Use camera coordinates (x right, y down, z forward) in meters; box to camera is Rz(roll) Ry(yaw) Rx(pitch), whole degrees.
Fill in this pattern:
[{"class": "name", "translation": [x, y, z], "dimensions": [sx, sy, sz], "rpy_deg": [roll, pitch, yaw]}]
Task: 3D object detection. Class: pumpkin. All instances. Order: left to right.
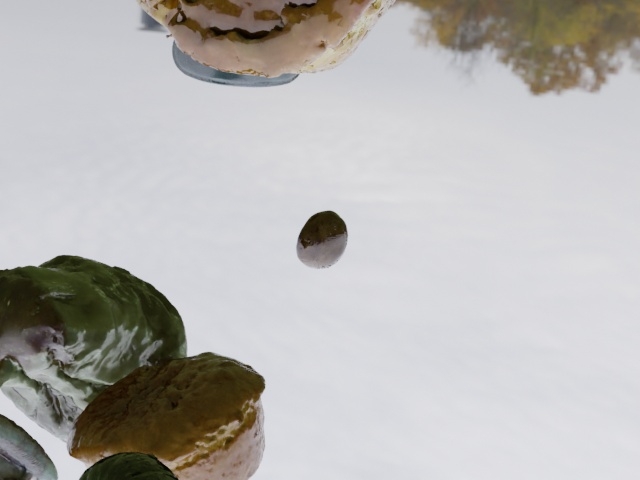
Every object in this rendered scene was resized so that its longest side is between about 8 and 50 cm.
[{"class": "pumpkin", "translation": [-0.244, 0.356, 1.342], "dimensions": [0.190, 0.190, 0.146], "rpy_deg": [20, -174, 40]}]

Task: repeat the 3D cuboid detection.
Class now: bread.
[{"class": "bread", "translation": [-0.225, 0.290, 1.674], "dimensions": [0.312, 0.172, 0.312], "rpy_deg": [-14, -161, 5]}, {"class": "bread", "translation": [-0.033, -0.348, 1.224], "dimensions": [0.337, 0.358, 0.204], "rpy_deg": [46, -172, 22]}]

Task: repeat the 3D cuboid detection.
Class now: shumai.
[{"class": "shumai", "translation": [-0.450, 0.178, 1.861], "dimensions": [0.397, 0.324, 0.323], "rpy_deg": [28, 178, 23]}]

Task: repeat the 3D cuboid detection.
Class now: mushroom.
[{"class": "mushroom", "translation": [0.000, 0.000, 2.233], "dimensions": [0.127, 0.127, 0.087], "rpy_deg": [-6, -155, -38]}]

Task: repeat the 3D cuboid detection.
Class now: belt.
[{"class": "belt", "translation": [-0.164, -0.381, 2.203], "dimensions": [0.267, 0.116, 0.206], "rpy_deg": [-1, -149, -10]}]

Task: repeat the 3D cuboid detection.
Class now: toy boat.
[{"class": "toy boat", "translation": [-0.480, 0.323, 1.565], "dimensions": [0.227, 0.155, 0.085], "rpy_deg": [44, 152, -25]}]
